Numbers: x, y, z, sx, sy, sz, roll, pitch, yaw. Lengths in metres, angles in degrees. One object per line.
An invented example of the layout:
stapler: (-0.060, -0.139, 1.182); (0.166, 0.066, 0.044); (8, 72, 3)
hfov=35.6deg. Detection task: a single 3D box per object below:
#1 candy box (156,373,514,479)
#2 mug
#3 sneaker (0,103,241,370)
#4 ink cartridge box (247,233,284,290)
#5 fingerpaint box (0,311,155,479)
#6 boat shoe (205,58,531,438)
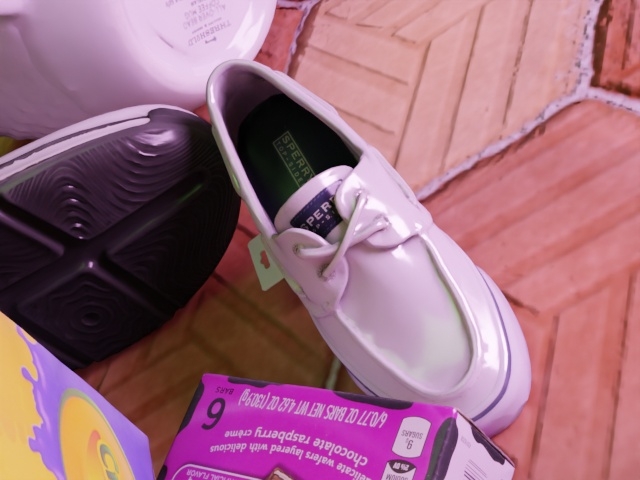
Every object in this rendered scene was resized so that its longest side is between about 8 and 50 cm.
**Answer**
candy box: (-0.025, 0.183, 0.449); (0.159, 0.071, 0.233); (1, 58, 39)
mug: (-0.237, -0.198, 0.735); (0.328, 0.276, 0.374); (13, 23, 36)
sneaker: (-0.261, -0.015, 0.730); (0.448, 0.169, 0.257); (-31, 44, 19)
ink cartridge box: (0.000, 0.000, 0.611); (0.083, 0.028, 0.048); (-34, 43, 11)
fingerpaint box: (-0.212, 0.284, 0.305); (0.371, 0.163, 0.444); (-27, 47, 6)
boat shoe: (0.009, -0.002, 0.531); (0.095, 0.084, 0.258); (-44, 56, 5)
